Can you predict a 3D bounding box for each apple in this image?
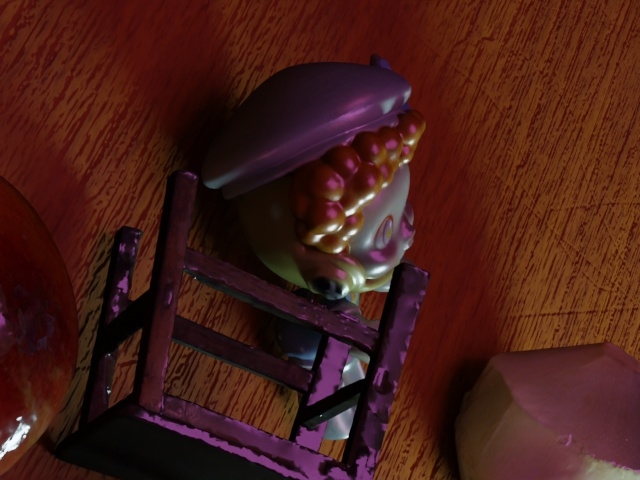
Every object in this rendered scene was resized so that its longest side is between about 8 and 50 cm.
[{"bbox_3d":[-0.284,0.058,1.445,0.293,0.163,0.251,-54,130,-45],"label":"apple"}]

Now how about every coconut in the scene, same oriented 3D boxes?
[{"bbox_3d":[0.278,0.230,2.174,0.259,0.259,0.259,10,78,-54],"label":"coconut"}]

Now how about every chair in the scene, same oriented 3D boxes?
[{"bbox_3d":[-0.096,0.193,1.594,0.240,0.203,0.416,23,66,-16],"label":"chair"}]

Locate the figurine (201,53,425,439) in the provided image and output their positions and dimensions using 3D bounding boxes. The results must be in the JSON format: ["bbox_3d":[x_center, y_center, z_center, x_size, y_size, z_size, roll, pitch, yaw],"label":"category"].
[{"bbox_3d":[-0.011,0.017,1.843,0.224,0.205,0.382,-40,136,-64],"label":"figurine"}]
